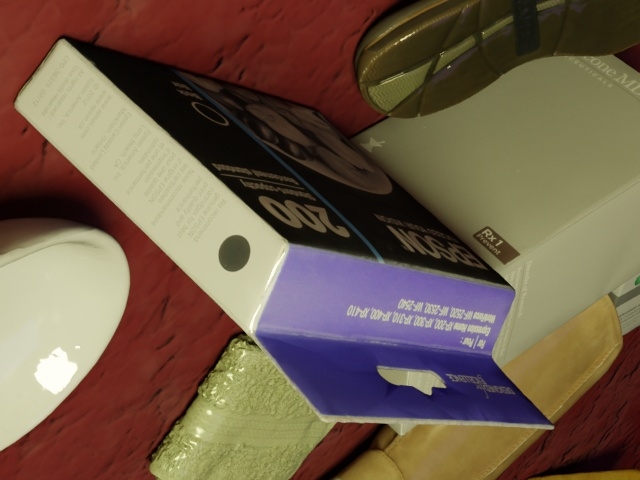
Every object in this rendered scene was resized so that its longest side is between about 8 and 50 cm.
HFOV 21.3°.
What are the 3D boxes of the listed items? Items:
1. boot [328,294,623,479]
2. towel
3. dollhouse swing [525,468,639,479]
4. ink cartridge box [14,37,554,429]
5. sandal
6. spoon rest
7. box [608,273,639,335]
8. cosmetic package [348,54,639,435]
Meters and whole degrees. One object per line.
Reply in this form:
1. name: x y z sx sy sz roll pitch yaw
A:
1. boot: 0.109 0.162 1.211 0.269 0.089 0.236 -43 151 -12
2. towel: -0.032 0.104 1.011 0.110 0.027 0.148 -56 150 11
3. dollhouse swing: 0.083 0.379 1.461 0.315 0.305 0.347 -80 -177 -51
4. ink cartridge box: 0.000 0.000 0.745 0.045 0.208 0.206 -54 151 15
5. sandal: 0.110 -0.131 0.902 0.219 0.060 0.090 -25 139 -12
6. spoon rest: -0.162 0.024 0.683 0.137 0.084 0.276 -48 150 -2
7. box: 0.262 -0.021 1.252 0.145 0.038 0.186 -26 142 -36
8. cosmetic package: 0.092 -0.013 0.941 0.238 0.127 0.107 -34 147 -28
